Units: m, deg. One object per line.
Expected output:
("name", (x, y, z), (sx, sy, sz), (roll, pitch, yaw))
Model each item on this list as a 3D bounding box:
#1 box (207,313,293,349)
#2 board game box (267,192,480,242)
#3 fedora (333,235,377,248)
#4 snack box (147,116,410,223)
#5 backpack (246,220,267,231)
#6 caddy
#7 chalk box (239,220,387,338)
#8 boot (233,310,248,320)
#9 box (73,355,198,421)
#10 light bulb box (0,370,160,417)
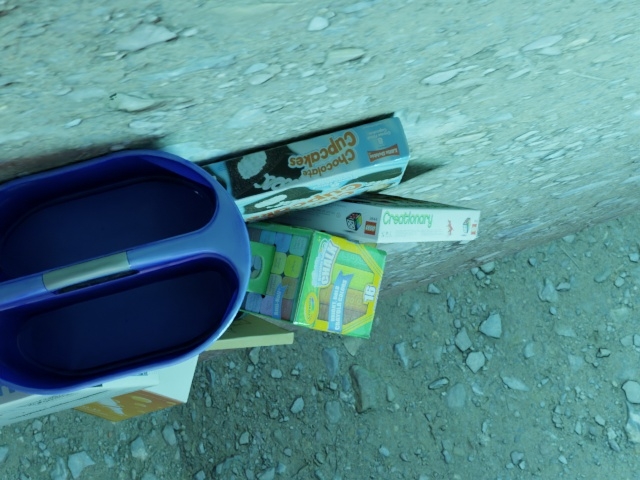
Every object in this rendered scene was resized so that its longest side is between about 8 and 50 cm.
("box", (-0.167, 0.137, 1.749), (0.201, 0.021, 0.164), (1, -168, -45))
("board game box", (0.086, -0.037, 1.664), (0.193, 0.053, 0.305), (11, -173, 33))
("fedora", (0.000, 0.000, 1.912), (0.194, 0.079, 0.194), (-9, 174, -1))
("snack box", (-0.052, -0.074, 1.430), (0.322, 0.060, 0.187), (-15, 173, -2))
("backpack", (-0.142, 0.010, 1.622), (0.158, 0.116, 0.173), (-20, 140, 20))
("caddy", (-0.244, 0.035, 1.233), (0.341, 0.241, 0.179), (-15, 177, -1))
("chalk box", (-0.030, 0.050, 1.532), (0.132, 0.132, 0.213), (11, 178, 41))
("boot", (-0.147, 0.065, 1.849), (0.247, 0.094, 0.207), (14, -169, 39))
("box", (-0.378, 0.199, 1.953), (0.215, 0.168, 0.345), (22, 156, -24))
("light bulb box", (-0.472, 0.145, 1.560), (0.358, 0.225, 0.361), (-16, 170, 13))
